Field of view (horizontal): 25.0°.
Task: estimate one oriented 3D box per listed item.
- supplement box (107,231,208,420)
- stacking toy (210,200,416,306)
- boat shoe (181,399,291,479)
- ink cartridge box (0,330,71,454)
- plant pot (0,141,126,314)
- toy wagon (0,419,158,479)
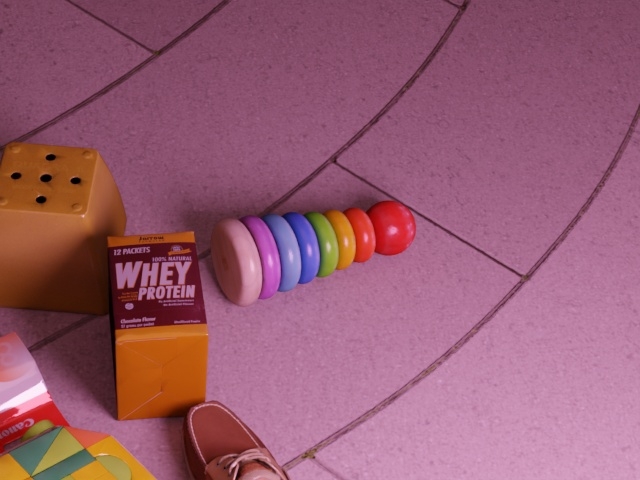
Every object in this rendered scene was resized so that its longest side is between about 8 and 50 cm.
[{"bbox_3d":[-0.238,0.124,2.093,0.129,0.191,0.194,-4,48,-10],"label":"supplement box"},{"bbox_3d":[0.000,0.000,2.280,0.330,0.141,0.141,-14,51,-24],"label":"stacking toy"},{"bbox_3d":[-0.087,0.340,1.965,0.122,0.120,0.324,-20,54,-23],"label":"boat shoe"},{"bbox_3d":[-0.463,0.229,2.075,0.145,0.045,0.179,-25,53,-25],"label":"ink cartridge box"},{"bbox_3d":[-0.417,-0.032,2.216,0.212,0.187,0.212,5,49,-2],"label":"plant pot"},{"bbox_3d":[-0.362,0.371,1.889,0.267,0.068,0.344,39,37,22],"label":"toy wagon"}]
